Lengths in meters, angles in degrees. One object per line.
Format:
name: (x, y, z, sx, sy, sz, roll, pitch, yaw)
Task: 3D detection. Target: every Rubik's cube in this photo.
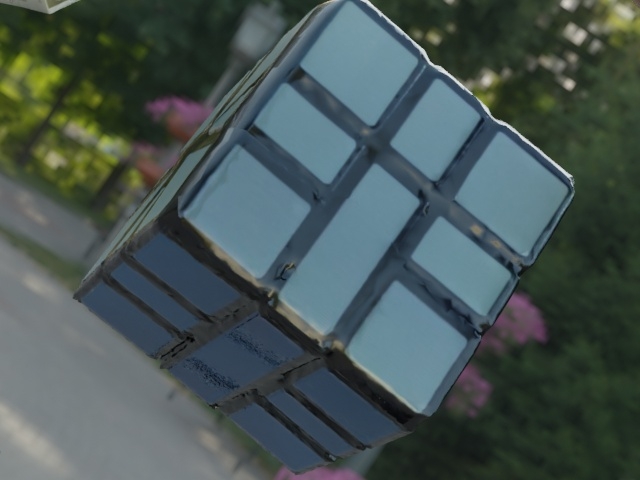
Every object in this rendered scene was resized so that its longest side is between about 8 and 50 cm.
Rubik's cube: (0.000, 0.000, 1.682, 0.283, 0.293, 0.288, 37, -27, -9)

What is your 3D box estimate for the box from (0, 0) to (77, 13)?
box: (-0.208, -0.271, 1.840, 0.109, 0.198, 0.029, 19, -48, 51)

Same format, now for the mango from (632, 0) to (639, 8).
mango: (0.334, -0.296, 1.819, 0.112, 0.145, 0.219, 111, -36, -59)
